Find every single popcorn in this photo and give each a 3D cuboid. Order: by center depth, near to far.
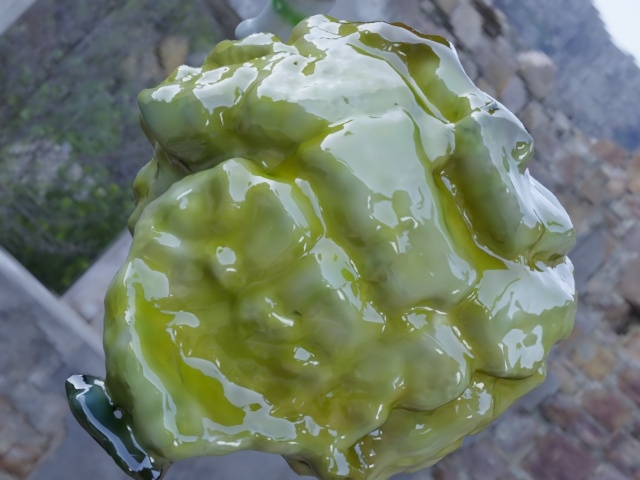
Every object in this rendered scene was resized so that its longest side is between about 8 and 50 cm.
[{"bbox_3d":[0.007,-0.006,0.758,0.293,0.237,0.293,43,12,-11],"label":"popcorn"}]

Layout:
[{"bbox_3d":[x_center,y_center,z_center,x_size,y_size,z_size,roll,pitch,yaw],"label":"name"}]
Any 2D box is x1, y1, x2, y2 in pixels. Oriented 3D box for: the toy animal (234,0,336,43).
[{"bbox_3d":[0.048,-0.282,1.094,0.363,0.180,0.181,-17,-57,44],"label":"toy animal"}]
